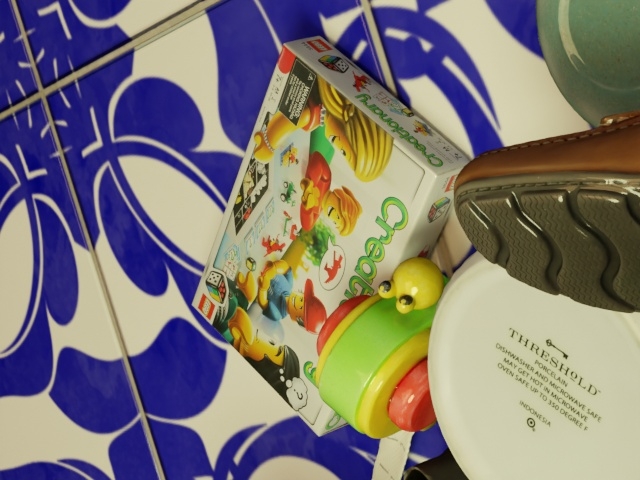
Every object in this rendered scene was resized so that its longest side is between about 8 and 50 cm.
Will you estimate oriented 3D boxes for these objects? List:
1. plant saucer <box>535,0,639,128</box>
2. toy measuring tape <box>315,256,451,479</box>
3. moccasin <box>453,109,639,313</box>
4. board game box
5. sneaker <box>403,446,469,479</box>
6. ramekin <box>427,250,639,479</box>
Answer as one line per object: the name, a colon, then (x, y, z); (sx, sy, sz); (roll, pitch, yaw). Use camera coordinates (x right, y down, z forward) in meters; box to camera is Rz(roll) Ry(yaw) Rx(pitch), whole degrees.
plant saucer: (0.219, -0.157, 1.032); (0.195, 0.037, 0.195); (17, 114, 43)
toy measuring tape: (0.042, 0.148, 1.229); (0.121, 0.121, 0.330); (41, 137, 30)
moccasin: (0.264, -0.049, 0.898); (0.380, 0.147, 0.139); (-12, 131, 31)
board game box: (0.000, 0.000, 1.299); (0.193, 0.053, 0.305); (43, 130, 28)
sneaker: (0.149, 0.264, 1.181); (0.083, 0.118, 0.222); (-44, 70, 44)
ramekin: (0.197, 0.098, 1.071); (0.273, 0.127, 0.273); (18, 116, 42)
